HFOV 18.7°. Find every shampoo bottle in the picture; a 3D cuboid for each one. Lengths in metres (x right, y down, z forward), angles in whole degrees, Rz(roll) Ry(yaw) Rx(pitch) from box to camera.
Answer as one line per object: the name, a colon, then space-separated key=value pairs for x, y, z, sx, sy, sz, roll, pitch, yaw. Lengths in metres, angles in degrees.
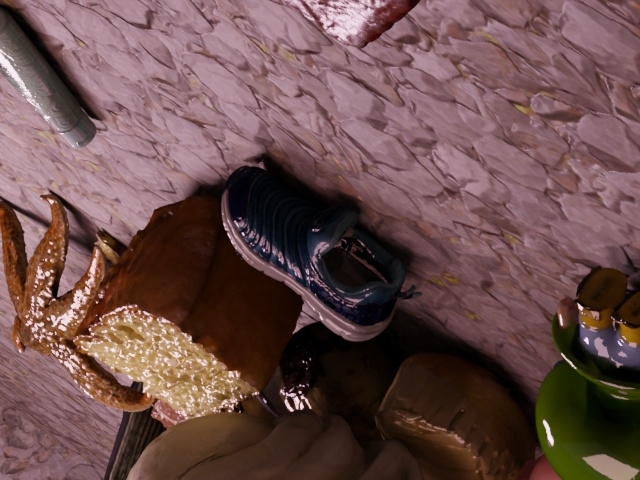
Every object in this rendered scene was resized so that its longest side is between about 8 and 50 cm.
shampoo bottle: x=-0.288 y=-0.162 z=1.952 sx=0.069 sy=0.041 sz=0.190 roll=13 pitch=153 yaw=37

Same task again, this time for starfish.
starfish: x=-0.330 y=0.090 z=2.458 sx=0.327 sy=0.094 sz=0.375 roll=60 pitch=150 yaw=-7

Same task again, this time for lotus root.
lotus root: x=0.035 y=0.158 z=2.075 sx=0.138 sy=0.138 sz=0.214 roll=20 pitch=170 yaw=38

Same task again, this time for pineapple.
pineapple: x=-0.247 y=0.019 z=2.386 sx=0.083 sy=0.019 sz=0.045 roll=38 pitch=156 yaw=-10

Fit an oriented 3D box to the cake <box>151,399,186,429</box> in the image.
cake: x=-0.122 y=0.191 z=2.428 sx=0.134 sy=0.135 sz=0.147 roll=36 pitch=157 yaw=-3

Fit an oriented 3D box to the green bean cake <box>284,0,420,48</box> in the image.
green bean cake: x=0.006 y=-0.199 z=1.310 sx=0.136 sy=0.056 sz=0.135 roll=38 pitch=163 yaw=-9

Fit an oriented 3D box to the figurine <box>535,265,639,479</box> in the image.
figurine: x=0.253 y=0.128 z=1.602 sx=0.162 sy=0.143 sz=0.263 roll=19 pitch=146 yaw=26

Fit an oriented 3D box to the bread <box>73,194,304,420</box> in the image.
bread: x=-0.124 y=0.063 z=2.023 sx=0.194 sy=0.179 sz=0.340 roll=35 pitch=160 yaw=-9

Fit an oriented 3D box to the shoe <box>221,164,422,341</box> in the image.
shoe: x=0.000 y=0.000 z=1.813 sx=0.207 sy=0.091 sz=0.106 roll=39 pitch=140 yaw=-1

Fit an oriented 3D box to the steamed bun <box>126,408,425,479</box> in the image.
steamed bun: x=-0.046 y=0.349 z=1.956 sx=0.339 sy=0.247 sz=0.352 roll=-3 pitch=131 yaw=16

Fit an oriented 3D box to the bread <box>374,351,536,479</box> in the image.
bread: x=0.144 y=0.201 z=2.001 sx=0.140 sy=0.106 sz=0.236 roll=13 pitch=152 yaw=26

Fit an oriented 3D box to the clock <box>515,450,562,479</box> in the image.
clock: x=0.276 y=0.253 z=1.896 sx=0.166 sy=0.093 sz=0.162 roll=36 pitch=138 yaw=-2

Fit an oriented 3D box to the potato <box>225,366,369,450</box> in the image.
potato: x=-0.001 y=0.281 z=2.189 sx=0.300 sy=0.196 sz=0.246 roll=34 pitch=-161 yaw=5

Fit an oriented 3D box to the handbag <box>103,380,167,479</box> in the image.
handbag: x=-0.175 y=0.327 z=2.589 sx=0.240 sy=0.340 sz=0.247 roll=17 pitch=158 yaw=-7
